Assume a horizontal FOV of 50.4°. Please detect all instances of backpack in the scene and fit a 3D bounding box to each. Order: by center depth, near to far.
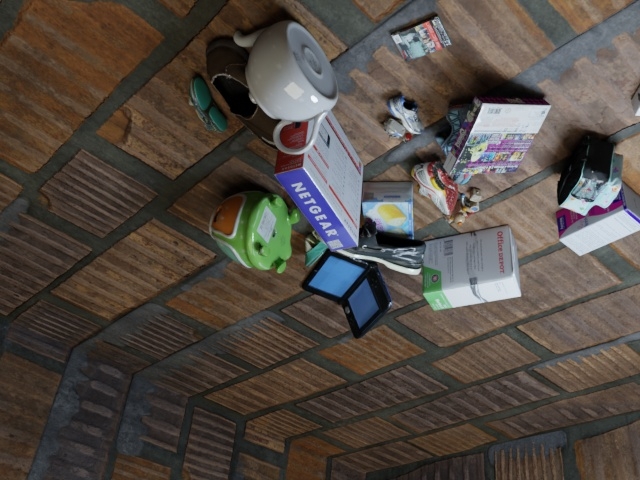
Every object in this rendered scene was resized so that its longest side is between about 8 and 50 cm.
[{"bbox_3d":[0.721,-0.163,1.831,0.144,0.166,0.188,21,145,-3],"label":"backpack"}]

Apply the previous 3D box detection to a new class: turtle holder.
[{"bbox_3d":[-0.201,-0.035,2.139,0.227,0.243,0.320,8,-174,23],"label":"turtle holder"}]

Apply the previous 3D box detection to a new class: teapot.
[{"bbox_3d":[-0.088,-0.373,1.606,0.187,0.256,0.252,-27,128,26],"label":"teapot"}]

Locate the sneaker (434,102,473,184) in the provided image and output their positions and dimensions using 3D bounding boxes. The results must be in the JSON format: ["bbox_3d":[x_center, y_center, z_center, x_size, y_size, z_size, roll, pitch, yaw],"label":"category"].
[{"bbox_3d":[0.369,-0.265,1.828,0.125,0.104,0.262,11,136,10],"label":"sneaker"}]

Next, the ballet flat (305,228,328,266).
[{"bbox_3d":[0.000,0.000,2.257,0.087,0.083,0.247,43,136,-6],"label":"ballet flat"}]

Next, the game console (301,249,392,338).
[{"bbox_3d":[0.088,0.198,2.427,0.173,0.250,0.293,-7,151,-28],"label":"game console"}]

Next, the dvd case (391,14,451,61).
[{"bbox_3d":[0.239,-0.478,1.614,0.119,0.013,0.087,-16,138,26],"label":"dvd case"}]

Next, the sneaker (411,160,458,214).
[{"bbox_3d":[0.338,-0.157,1.989,0.092,0.088,0.225,6,149,37],"label":"sneaker"}]

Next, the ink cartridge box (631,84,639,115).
[{"bbox_3d":[0.827,-0.362,1.636,0.099,0.056,0.135,5,143,1],"label":"ink cartridge box"}]

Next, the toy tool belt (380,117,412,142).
[{"bbox_3d":[0.204,-0.297,1.842,0.083,0.052,0.051,30,169,-24],"label":"toy tool belt"}]

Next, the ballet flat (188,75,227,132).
[{"bbox_3d":[-0.318,-0.361,1.826,0.070,0.070,0.188,-7,138,18],"label":"ballet flat"}]

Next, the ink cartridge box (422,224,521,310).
[{"bbox_3d":[0.481,0.090,2.172,0.289,0.211,0.121,-12,139,24],"label":"ink cartridge box"}]

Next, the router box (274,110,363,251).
[{"bbox_3d":[0.007,-0.190,1.799,0.082,0.301,0.335,-12,139,23],"label":"router box"}]

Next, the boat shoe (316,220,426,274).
[{"bbox_3d":[0.161,-0.001,2.045,0.340,0.127,0.113,20,113,-4],"label":"boat shoe"}]

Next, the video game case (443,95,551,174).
[{"bbox_3d":[0.447,-0.264,1.724,0.232,0.042,0.210,-6,133,-28],"label":"video game case"}]

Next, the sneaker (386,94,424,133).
[{"bbox_3d":[0.236,-0.330,1.783,0.058,0.052,0.135,-30,131,34],"label":"sneaker"}]

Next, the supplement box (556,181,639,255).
[{"bbox_3d":[0.821,-0.062,1.996,0.114,0.111,0.220,30,138,-27],"label":"supplement box"}]

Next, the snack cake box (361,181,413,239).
[{"bbox_3d":[0.213,-0.065,2.112,0.152,0.089,0.264,-1,143,9],"label":"snack cake box"}]

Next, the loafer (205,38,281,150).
[{"bbox_3d":[-0.183,-0.345,1.763,0.133,0.130,0.366,-17,137,29],"label":"loafer"}]

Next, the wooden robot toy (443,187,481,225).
[{"bbox_3d":[0.435,-0.080,2.063,0.076,0.079,0.173,24,141,-21],"label":"wooden robot toy"}]
